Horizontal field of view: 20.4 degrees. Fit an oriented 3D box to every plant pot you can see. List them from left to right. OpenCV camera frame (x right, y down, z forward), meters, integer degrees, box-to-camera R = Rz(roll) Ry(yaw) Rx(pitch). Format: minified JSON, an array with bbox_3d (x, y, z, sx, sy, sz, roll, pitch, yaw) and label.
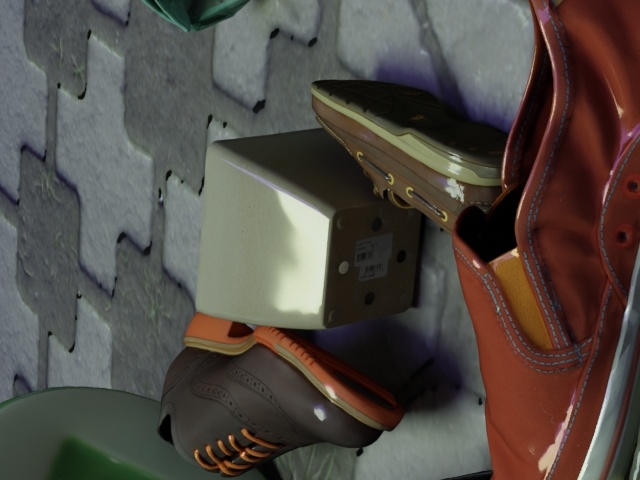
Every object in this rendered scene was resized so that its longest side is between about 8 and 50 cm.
[{"bbox_3d":[0.000,0.000,1.062,0.096,0.109,0.109,24,116,44],"label":"plant pot"}]

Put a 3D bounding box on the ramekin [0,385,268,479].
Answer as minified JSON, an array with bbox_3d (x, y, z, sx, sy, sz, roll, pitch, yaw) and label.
[{"bbox_3d":[-0.153,0.244,1.195,0.148,0.303,0.303,-58,46,39],"label":"ramekin"}]

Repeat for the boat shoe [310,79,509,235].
[{"bbox_3d":[0.046,-0.048,1.003,0.178,0.064,0.060,35,123,51],"label":"boat shoe"}]

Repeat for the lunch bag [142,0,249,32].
[{"bbox_3d":[-0.091,-0.284,1.114,0.262,0.160,0.223,116,136,-61],"label":"lunch bag"}]

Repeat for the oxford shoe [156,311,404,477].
[{"bbox_3d":[-0.031,0.111,1.113,0.098,0.097,0.271,-60,18,-10],"label":"oxford shoe"}]

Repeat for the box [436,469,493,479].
[{"bbox_3d":[0.047,0.282,1.029,0.184,0.103,0.261,-30,70,55],"label":"box"}]

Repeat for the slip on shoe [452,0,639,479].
[{"bbox_3d":[0.107,0.018,0.830,0.123,0.101,0.331,-89,8,-68],"label":"slip on shoe"}]

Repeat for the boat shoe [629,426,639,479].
[{"bbox_3d":[0.163,0.159,0.787,0.091,0.109,0.305,26,122,52],"label":"boat shoe"}]
